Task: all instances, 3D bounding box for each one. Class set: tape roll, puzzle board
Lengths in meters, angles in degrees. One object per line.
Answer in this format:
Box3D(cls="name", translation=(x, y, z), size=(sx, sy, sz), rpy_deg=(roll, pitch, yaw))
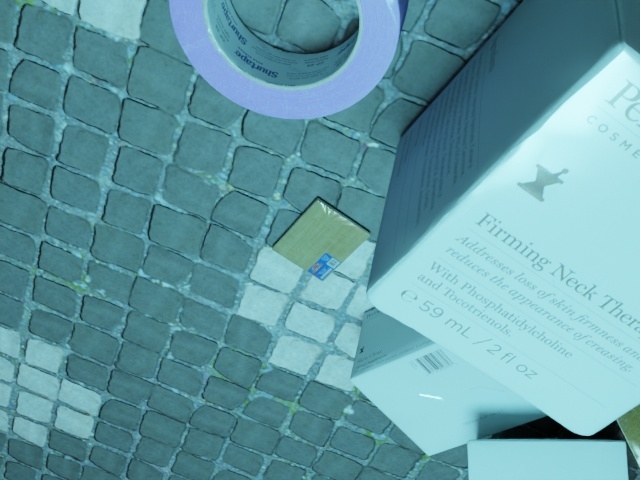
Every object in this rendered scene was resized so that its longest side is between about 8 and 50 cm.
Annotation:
Box3D(cls="tape roll", translation=(-0.036, -0.283, 1.084), size=(0.274, 0.090, 0.275), rpy_deg=(8, 129, 9))
Box3D(cls="puzzle board", translation=(0.000, 0.000, 1.360), size=(0.096, 0.011, 0.128), rpy_deg=(33, 130, -14))

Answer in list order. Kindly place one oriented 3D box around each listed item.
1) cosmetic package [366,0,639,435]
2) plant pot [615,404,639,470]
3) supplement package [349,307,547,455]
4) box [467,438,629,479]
Box3D(cls="cosmetic package", translation=(0.305, -0.066, 1.018), size=(0.329, 0.327, 0.394), rpy_deg=(32, 128, -12))
Box3D(cls="plant pot", translation=(0.547, 0.230, 1.289), size=(0.254, 0.237, 0.237), rpy_deg=(-25, 120, 10))
Box3D(cls="supplement package", translation=(0.213, 0.173, 1.358), size=(0.261, 0.145, 0.204), rpy_deg=(-28, 118, 31))
Box3D(cls="box", translation=(0.348, 0.383, 1.365), size=(0.214, 0.168, 0.345), rpy_deg=(-4, 167, 16))
